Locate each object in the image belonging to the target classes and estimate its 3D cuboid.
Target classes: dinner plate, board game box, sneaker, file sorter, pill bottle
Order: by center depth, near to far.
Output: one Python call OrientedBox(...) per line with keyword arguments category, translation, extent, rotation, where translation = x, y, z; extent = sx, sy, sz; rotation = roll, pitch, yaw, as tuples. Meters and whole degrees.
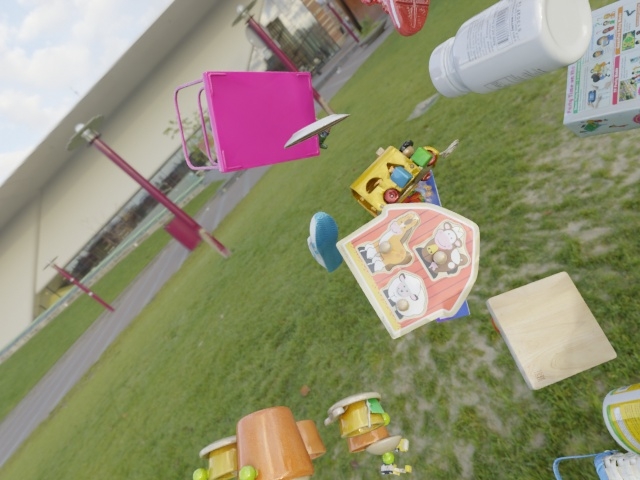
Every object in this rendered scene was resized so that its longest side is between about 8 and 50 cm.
OrientedBox(category="pill bottle", translation=(0.298, -0.319, 0.673), extent=(0.131, 0.131, 0.229), rotation=(-51, 22, -17))
OrientedBox(category="board game box", translation=(0.613, -0.327, 0.712), extent=(0.303, 0.098, 0.223), rotation=(2, 83, 52))
OrientedBox(category="pill bottle", translation=(0.684, 0.328, 0.765), extent=(0.136, 0.136, 0.245), rotation=(-57, -8, -30))
OrientedBox(category="dinner plate", translation=(-0.009, -0.213, 0.775), extent=(0.141, 0.017, 0.141), rotation=(-24, 11, 5))
OrientedBox(category="sneaker", translation=(0.148, -0.498, 0.838), extent=(0.128, 0.087, 0.221), rotation=(152, 115, -68))
OrientedBox(category="file sorter", translation=(-0.176, -0.286, 0.983), extent=(0.182, 0.202, 0.291), rotation=(9, 22, 44))
OrientedBox(category="board game box", translation=(0.270, -0.002, 1.025), extent=(0.078, 0.347, 0.233), rotation=(-16, 7, 10))
OrientedBox(category="sneaker", translation=(0.000, 0.000, 1.186), extent=(0.087, 0.228, 0.092), rotation=(-37, 53, -21))

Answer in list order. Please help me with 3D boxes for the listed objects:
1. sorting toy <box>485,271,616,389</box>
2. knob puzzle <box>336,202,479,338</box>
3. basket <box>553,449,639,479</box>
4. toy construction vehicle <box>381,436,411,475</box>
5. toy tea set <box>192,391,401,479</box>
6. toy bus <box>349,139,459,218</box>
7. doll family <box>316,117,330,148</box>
OrientedBox(category="sorting toy", translation=(0.628, 0.253, 1.146), extent=(0.257, 0.255, 0.089), rotation=(-18, -21, -8))
OrientedBox(category="knob puzzle", translation=(0.147, 0.028, 0.602), extent=(0.213, 0.213, 0.030), rotation=(-44, -9, 5))
OrientedBox(category="basket", translation=(0.738, 0.636, 0.960), extent=(0.289, 0.201, 0.254), rotation=(-37, 47, 35))
OrientedBox(category="toy construction vehicle", translation=(0.185, 0.539, 1.013), extent=(0.098, 0.035, 0.085), rotation=(-32, 30, 36))
OrientedBox(category="toy tea set", translation=(0.000, 0.318, 0.591), extent=(0.200, 0.336, 0.124), rotation=(-56, 42, 42))
OrientedBox(category="toy bus", translation=(0.149, -0.137, 0.807), extent=(0.202, 0.104, 0.191), rotation=(-32, -20, -46))
OrientedBox(category="doll family", translation=(-0.064, -0.323, 1.165), extent=(0.111, 0.193, 0.076), rotation=(-56, -10, 25))
